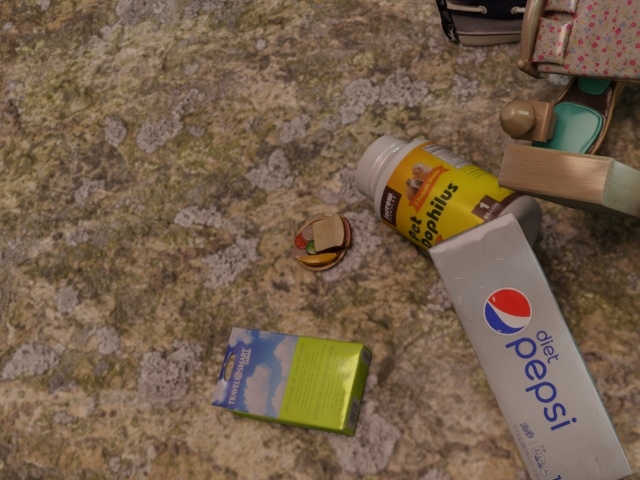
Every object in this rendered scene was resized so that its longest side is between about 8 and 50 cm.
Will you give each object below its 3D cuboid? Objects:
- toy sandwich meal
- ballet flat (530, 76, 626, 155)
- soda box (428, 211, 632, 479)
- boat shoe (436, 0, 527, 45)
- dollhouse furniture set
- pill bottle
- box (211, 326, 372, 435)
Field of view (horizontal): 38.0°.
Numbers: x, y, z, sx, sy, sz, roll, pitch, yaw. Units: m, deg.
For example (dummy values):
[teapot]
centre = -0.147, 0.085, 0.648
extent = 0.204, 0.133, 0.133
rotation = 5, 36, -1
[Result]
[toy sandwich meal]
centre = 0.000, 0.000, 1.204
extent = 0.085, 0.029, 0.086
rotation = -9, 64, 19
[ballet flat]
centre = 0.325, -0.161, 1.113
extent = 0.080, 0.073, 0.232
rotation = 33, 103, 32
[soda box]
centre = 0.216, 0.117, 0.962
extent = 0.098, 0.091, 0.286
rotation = -25, 85, 12
[boat shoe]
centre = 0.299, -0.334, 1.155
extent = 0.340, 0.158, 0.127
rotation = -6, 65, 21
[dollhouse furniture set]
centre = 0.323, -0.205, 0.952
extent = 0.303, 0.173, 0.356
rotation = 15, 94, 40
[pill bottle]
centre = 0.147, -0.044, 1.112
extent = 0.215, 0.117, 0.117
rotation = 34, 83, 31
[box]
centre = -0.035, 0.170, 1.135
extent = 0.178, 0.042, 0.109
rotation = 5, 69, 25
